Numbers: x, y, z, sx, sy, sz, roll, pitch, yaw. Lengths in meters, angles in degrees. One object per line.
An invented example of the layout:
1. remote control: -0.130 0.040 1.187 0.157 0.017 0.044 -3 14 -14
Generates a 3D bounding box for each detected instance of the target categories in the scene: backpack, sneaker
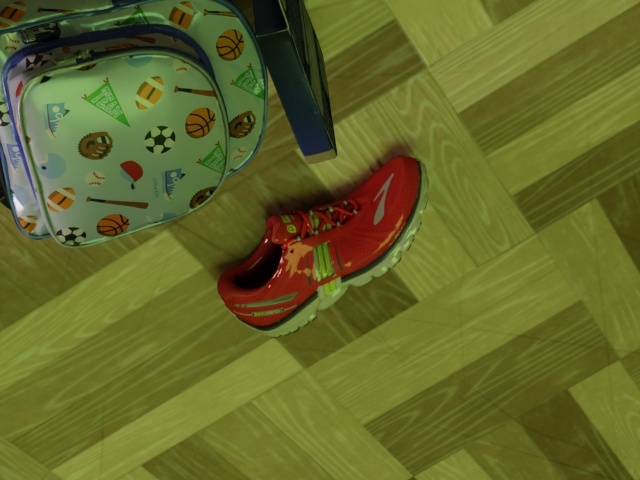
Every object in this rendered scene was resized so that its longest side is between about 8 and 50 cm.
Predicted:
1. backpack: -0.181 -0.137 1.359 0.263 0.213 0.276 -22 136 -16
2. sneaker: 0.000 0.000 1.646 0.279 0.107 0.118 -41 126 16

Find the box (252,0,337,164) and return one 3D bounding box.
1. box: -0.031 -0.192 1.391 0.036 0.136 0.225 -12 143 7
